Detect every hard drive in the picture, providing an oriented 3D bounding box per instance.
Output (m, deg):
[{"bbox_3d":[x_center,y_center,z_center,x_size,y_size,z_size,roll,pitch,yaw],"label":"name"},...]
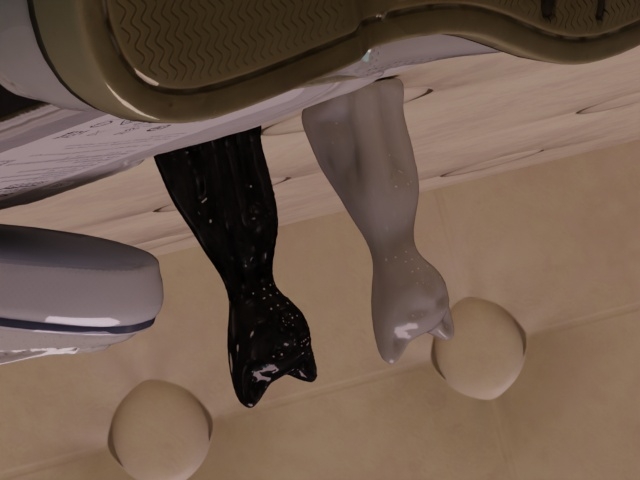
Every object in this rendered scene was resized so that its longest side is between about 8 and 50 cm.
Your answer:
[{"bbox_3d":[-0.136,-0.067,0.935,0.339,0.064,0.237,-15,177,33],"label":"hard drive"}]

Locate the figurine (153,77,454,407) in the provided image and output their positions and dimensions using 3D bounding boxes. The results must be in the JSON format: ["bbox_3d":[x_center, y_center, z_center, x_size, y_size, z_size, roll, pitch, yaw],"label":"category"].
[{"bbox_3d":[0.000,0.000,1.432,0.215,0.209,0.092,-13,177,-33],"label":"figurine"}]

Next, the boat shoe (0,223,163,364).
[{"bbox_3d":[-0.268,0.071,1.089,0.367,0.156,0.136,1,-171,5],"label":"boat shoe"}]

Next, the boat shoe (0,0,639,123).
[{"bbox_3d":[0.014,-0.106,0.625,0.302,0.113,0.103,-13,-163,-41],"label":"boat shoe"}]
